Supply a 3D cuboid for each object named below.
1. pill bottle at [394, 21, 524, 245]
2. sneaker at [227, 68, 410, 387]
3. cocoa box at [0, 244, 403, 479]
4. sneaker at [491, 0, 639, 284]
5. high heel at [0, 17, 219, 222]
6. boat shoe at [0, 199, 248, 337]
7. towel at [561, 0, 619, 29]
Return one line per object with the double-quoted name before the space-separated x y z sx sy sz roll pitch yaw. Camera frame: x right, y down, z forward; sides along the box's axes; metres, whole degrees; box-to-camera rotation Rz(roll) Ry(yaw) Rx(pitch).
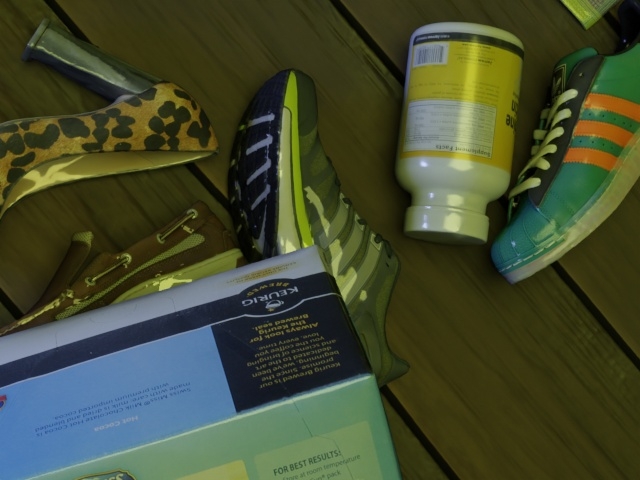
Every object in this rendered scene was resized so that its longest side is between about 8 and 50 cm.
"pill bottle" 0.120 -0.092 1.577 0.103 0.103 0.184 9 82 -13
"sneaker" 0.000 0.000 1.549 0.121 0.111 0.300 -7 89 -28
"cocoa box" -0.119 0.189 1.355 0.347 0.228 0.231 -16 116 -4
"sneaker" 0.232 -0.094 1.610 0.121 0.108 0.302 44 68 -5
"high heel" -0.206 -0.037 1.498 0.186 0.093 0.261 29 74 -10
"boat shoe" -0.190 0.040 1.497 0.257 0.095 0.095 -24 86 -27
"towel" 0.258 -0.244 1.677 0.083 0.009 0.060 -45 96 -14
